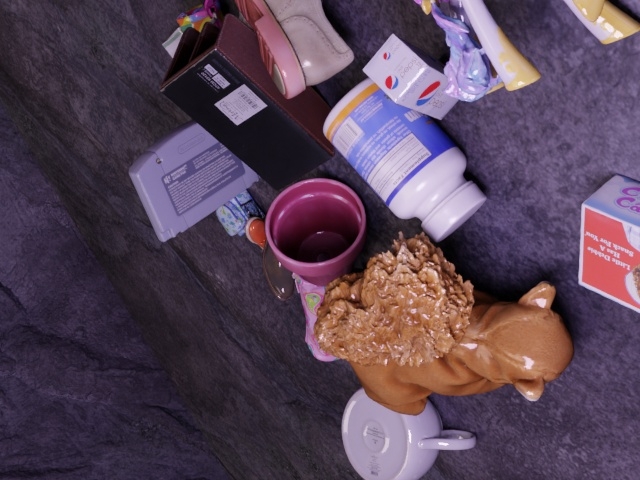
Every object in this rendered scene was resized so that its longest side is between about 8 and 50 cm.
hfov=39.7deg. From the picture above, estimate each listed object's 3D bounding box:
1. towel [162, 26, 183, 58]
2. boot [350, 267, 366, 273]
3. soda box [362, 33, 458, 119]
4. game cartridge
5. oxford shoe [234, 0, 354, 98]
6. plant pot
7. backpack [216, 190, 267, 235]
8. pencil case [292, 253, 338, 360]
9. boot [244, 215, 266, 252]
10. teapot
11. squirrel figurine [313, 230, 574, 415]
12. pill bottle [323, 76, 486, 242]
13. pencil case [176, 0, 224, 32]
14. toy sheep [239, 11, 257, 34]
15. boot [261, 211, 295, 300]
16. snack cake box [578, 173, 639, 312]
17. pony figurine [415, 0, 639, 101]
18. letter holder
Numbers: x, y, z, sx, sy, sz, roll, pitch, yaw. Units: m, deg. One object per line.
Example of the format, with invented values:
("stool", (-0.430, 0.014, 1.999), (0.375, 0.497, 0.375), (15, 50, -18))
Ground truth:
("towel", (-0.294, -0.397, 1.991), (0.152, 0.023, 0.113), (59, 153, -8))
("boot", (0.154, 0.185, 1.887), (0.263, 0.091, 0.229), (31, 149, 45))
("soda box", (0.145, -0.236, 1.301), (0.074, 0.216, 0.069), (47, 108, 17))
("game cartridge", (-0.268, -0.155, 1.924), (0.062, 0.297, 0.198), (8, 126, 50))
("oxford shoe", (-0.070, -0.432, 1.519), (0.140, 0.146, 0.397), (92, 156, -75))
("plant pot", (0.000, 0.000, 1.812), (0.201, 0.201, 0.180), (42, 166, 23))
("backpack", (-0.201, -0.074, 2.135), (0.114, 0.084, 0.105), (58, 149, 1))
("pencil case", (0.010, 0.144, 2.002), (0.124, 0.124, 0.284), (32, 147, 36))
("boot", (-0.114, 0.000, 2.087), (0.084, 0.059, 0.158), (21, 161, 42))
("teapot", (0.188, 0.427, 1.987), (0.252, 0.187, 0.256), (-56, 51, 33))
("squirrel figurine", (0.207, 0.154, 1.463), (0.370, 0.281, 0.397), (4, 164, 47))
("pill bottle", (0.144, -0.133, 1.466), (0.272, 0.152, 0.152), (48, 151, 10))
("pencil case", (-0.208, -0.374, 1.808), (0.104, 0.104, 0.236), (10, 130, 53))
("toy sheep", (-0.105, -0.409, 1.623), (0.132, 0.091, 0.091), (43, 150, 22))
("boot", (-0.076, 0.019, 1.973), (0.106, 0.082, 0.219), (-28, 66, 60))
("snack cake box", (0.484, 0.034, 1.189), (0.264, 0.089, 0.152), (30, 145, 39))
("pony figurine", (0.177, -0.362, 1.095), (0.351, 0.303, 0.363), (-20, 102, 28))
("letter holder", (-0.116, -0.282, 1.650), (0.152, 0.214, 0.302), (-28, 125, 34))
